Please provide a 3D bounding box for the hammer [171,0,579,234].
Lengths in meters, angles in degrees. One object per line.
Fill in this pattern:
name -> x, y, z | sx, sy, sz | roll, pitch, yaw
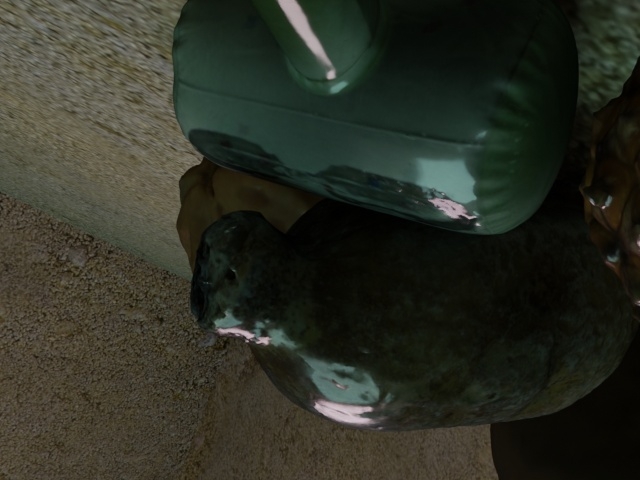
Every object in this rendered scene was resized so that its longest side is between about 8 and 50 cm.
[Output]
hammer -> -0.011, -0.120, 0.314 | 0.206, 0.119, 0.335 | 15, 162, 26

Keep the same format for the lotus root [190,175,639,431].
lotus root -> 0.079, 0.039, 0.505 | 0.350, 0.175, 0.175 | -4, -173, -38

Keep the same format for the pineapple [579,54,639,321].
pineapple -> 0.235, -0.023, 0.198 | 0.165, 0.165, 0.364 | 24, 167, -21

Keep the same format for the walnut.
walnut -> 0.000, 0.000, 0.674 | 0.245, 0.198, 0.198 | 37, 163, -28

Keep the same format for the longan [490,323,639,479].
longan -> 0.313, 0.183, 0.707 | 0.319, 0.319, 0.319 | 20, 170, 4
